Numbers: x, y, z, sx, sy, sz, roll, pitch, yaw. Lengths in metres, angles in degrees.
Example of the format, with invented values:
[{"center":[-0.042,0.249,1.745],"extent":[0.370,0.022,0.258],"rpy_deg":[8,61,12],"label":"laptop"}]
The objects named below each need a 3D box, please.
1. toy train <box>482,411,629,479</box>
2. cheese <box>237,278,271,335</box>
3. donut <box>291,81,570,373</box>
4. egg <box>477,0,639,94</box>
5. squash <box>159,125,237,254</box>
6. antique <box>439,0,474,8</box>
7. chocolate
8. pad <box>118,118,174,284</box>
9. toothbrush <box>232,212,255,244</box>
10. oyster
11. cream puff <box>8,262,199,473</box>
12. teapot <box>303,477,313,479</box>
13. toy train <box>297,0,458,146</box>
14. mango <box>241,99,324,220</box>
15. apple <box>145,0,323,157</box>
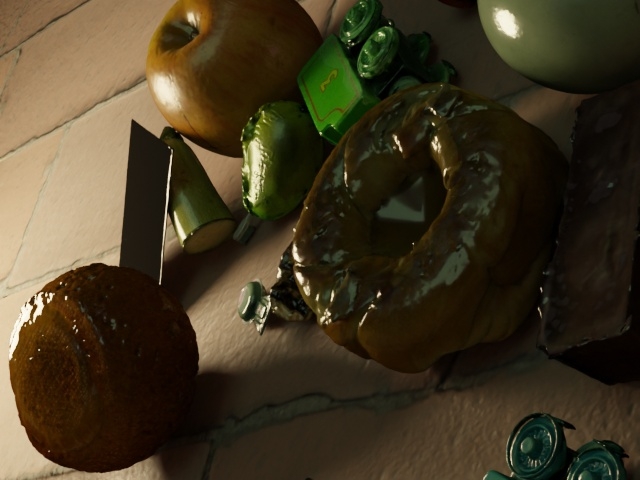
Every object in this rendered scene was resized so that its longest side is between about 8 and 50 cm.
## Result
[{"center":[0.230,0.257,1.234],"extent":[0.163,0.112,0.203],"rpy_deg":[-63,30,-1],"label":"toy train"},{"center":[-0.090,0.089,1.882],"extent":[0.067,0.026,0.121],"rpy_deg":[-71,22,6],"label":"cheese"},{"center":[0.126,-0.023,1.580],"extent":[0.360,0.170,0.360],"rpy_deg":[-28,46,32],"label":"donut"},{"center":[0.291,-0.269,1.541],"extent":[0.203,0.203,0.283],"rpy_deg":[-57,29,-1],"label":"egg"},{"center":[-0.204,-0.089,2.081],"extent":[0.094,0.094,0.224],"rpy_deg":[-39,59,25],"label":"squash"},{"center":[0.194,-0.374,1.867],"extent":[0.104,0.104,0.104],"rpy_deg":[-34,38,31],"label":"antique"},{"center":[0.308,-0.004,1.369],"extent":[0.112,0.112,0.321],"rpy_deg":[-18,46,43],"label":"chocolate"},{"center":[-0.275,-0.023,2.123],"extent":[0.202,0.005,0.299],"rpy_deg":[35,122,59],"label":"pad"},{"center":[-0.048,-0.105,2.018],"extent":[0.263,0.026,0.022],"rpy_deg":[-55,38,2],"label":"toothbrush"},{"center":[0.000,0.000,1.813],"extent":[0.214,0.083,0.223],"rpy_deg":[-51,25,3],"label":"oyster"},{"center":[-0.289,0.175,1.900],"extent":[0.303,0.212,0.303],"rpy_deg":[5,97,46],"label":"cream puff"},{"center":[-0.049,0.311,1.627],"extent":[0.111,0.043,0.042],"rpy_deg":[-24,44,37],"label":"teapot"},{"center":[0.070,-0.217,1.870],"extent":[0.188,0.132,0.243],"rpy_deg":[-50,29,18],"label":"toy train"},{"center":[-0.056,-0.114,1.957],"extent":[0.119,0.100,0.178],"rpy_deg":[26,106,33],"label":"mango"},{"center":[-0.132,-0.263,2.080],"extent":[0.286,0.233,0.286],"rpy_deg":[-32,39,31],"label":"apple"}]
